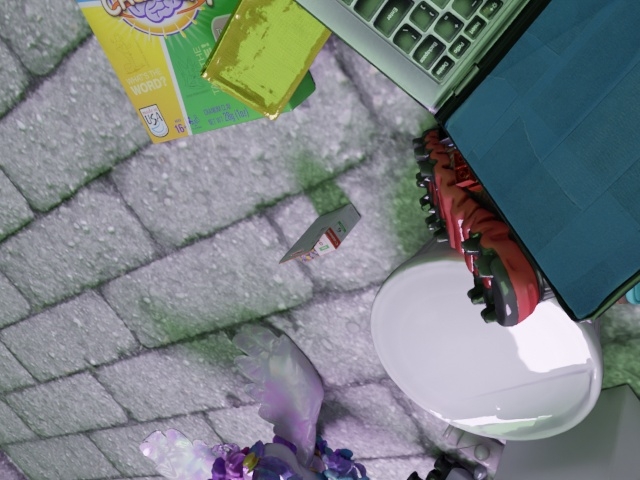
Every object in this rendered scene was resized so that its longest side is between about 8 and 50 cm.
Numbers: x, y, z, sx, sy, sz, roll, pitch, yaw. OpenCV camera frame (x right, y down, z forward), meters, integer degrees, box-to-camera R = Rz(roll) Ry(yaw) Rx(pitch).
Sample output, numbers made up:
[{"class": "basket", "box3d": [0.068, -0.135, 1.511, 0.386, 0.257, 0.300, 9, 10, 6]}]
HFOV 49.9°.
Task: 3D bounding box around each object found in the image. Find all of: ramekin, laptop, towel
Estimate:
[{"class": "ramekin", "box3d": [0.205, 0.100, 0.825, 0.272, 0.127, 0.273, 17, 131, 21]}, {"class": "laptop", "box3d": [0.142, -0.244, 0.441, 0.408, 0.236, 0.382, 40, 115, 0]}, {"class": "towel", "box3d": [-0.030, -0.243, 0.715, 0.102, 0.021, 0.237, 32, 117, -10]}]

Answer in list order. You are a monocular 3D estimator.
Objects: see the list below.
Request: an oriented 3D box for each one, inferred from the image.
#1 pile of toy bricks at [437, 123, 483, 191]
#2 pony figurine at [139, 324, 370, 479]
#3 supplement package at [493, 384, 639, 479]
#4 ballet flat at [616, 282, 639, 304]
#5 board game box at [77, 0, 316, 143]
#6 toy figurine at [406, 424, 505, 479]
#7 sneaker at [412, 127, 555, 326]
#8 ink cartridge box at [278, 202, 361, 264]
[{"class": "pile of toy bricks", "box3d": [0.184, -0.137, 0.632, 0.105, 0.212, 0.118, 12, 160, -41]}, {"class": "pony figurine", "box3d": [-0.066, 0.361, 1.068, 0.351, 0.303, 0.363, 46, 180, -17]}, {"class": "supplement package", "box3d": [0.320, 0.351, 0.830, 0.175, 0.293, 0.177, 50, 135, -10]}, {"class": "ballet flat", "box3d": [0.289, -0.100, 0.640, 0.124, 0.116, 0.343, 31, 138, 37]}, {"class": "board game box", "box3d": [-0.173, -0.284, 0.806, 0.242, 0.064, 0.317, -6, 120, 36]}, {"class": "toy figurine", "box3d": [0.204, 0.386, 0.990, 0.148, 0.209, 0.213, 31, 136, 24]}, {"class": "sneaker", "box3d": [0.180, -0.034, 0.688, 0.135, 0.276, 0.098, -18, 129, -2]}, {"class": "ink cartridge box", "box3d": [0.000, 0.000, 0.884, 0.062, 0.115, 0.029, -22, 110, 42]}]
